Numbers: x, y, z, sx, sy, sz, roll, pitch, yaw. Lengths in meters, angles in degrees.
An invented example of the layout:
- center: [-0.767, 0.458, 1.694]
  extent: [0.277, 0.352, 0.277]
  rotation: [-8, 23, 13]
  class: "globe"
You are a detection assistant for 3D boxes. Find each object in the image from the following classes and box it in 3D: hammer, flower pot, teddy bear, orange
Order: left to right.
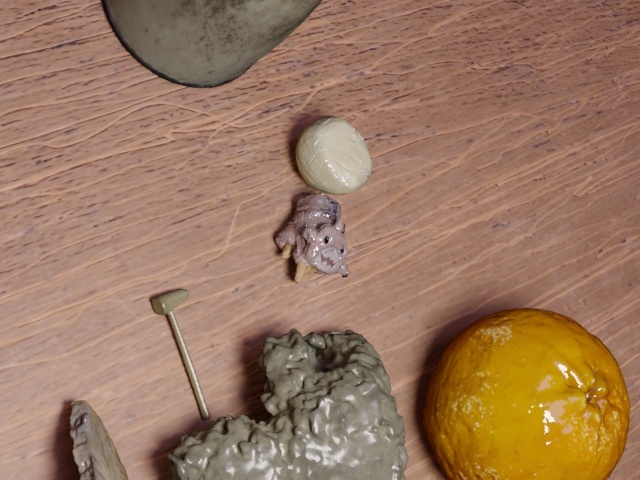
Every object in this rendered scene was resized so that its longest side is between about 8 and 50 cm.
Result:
- center: [-0.191, 0.168, 1.721]
  extent: [0.060, 0.028, 0.195]
  rotation: [-20, 93, -43]
  class: "hammer"
- center: [-0.127, -0.417, 1.723]
  extent: [0.293, 0.330, 0.294]
  rotation: [10, 70, -31]
  class: "flower pot"
- center: [-0.049, 0.310, 1.698]
  extent: [0.367, 0.224, 0.357]
  rotation: [-6, 83, -20]
  class: "teddy bear"
- center: [0.342, 0.272, 1.885]
  extent: [0.340, 0.293, 0.341]
  rotation: [10, 73, -34]
  class: "orange"

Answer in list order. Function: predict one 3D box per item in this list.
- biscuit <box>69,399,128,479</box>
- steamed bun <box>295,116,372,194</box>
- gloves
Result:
- center: [-0.282, 0.337, 1.544]
  extent: [0.133, 0.032, 0.250]
  rotation: [59, 10, -45]
  class: "biscuit"
- center: [0.014, -0.130, 1.889]
  extent: [0.130, 0.091, 0.112]
  rotation: [53, 51, -8]
  class: "steamed bun"
- center: [-0.006, -0.006, 1.849]
  extent: [0.110, 0.094, 0.144]
  rotation: [10, 64, -44]
  class: "gloves"
